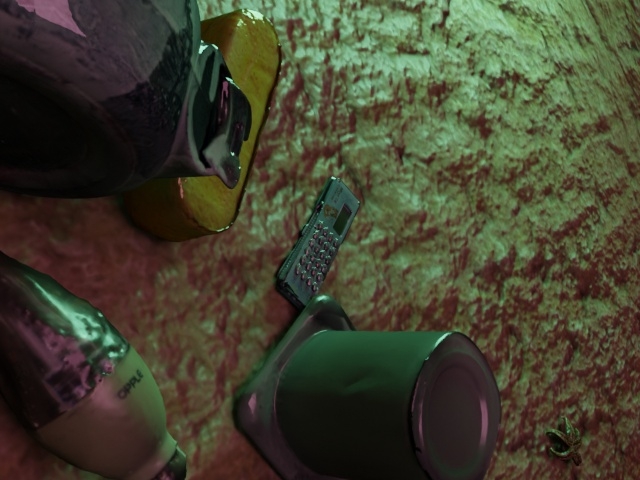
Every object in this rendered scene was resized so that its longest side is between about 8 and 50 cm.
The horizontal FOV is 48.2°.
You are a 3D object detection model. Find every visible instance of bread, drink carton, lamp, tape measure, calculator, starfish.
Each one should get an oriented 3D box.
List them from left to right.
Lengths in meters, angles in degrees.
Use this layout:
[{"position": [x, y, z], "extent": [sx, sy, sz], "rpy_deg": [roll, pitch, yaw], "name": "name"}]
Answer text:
[{"position": [-0.206, -0.133, 0.485], "extent": [0.275, 0.256, 0.147], "rpy_deg": [52, 42, -58], "name": "tape measure"}, {"position": [-0.191, 0.103, 0.548], "extent": [0.250, 0.101, 0.101], "rpy_deg": [55, 49, -16], "name": "lamp"}, {"position": [-0.108, -0.113, 0.690], "extent": [0.102, 0.094, 0.246], "rpy_deg": [38, 56, -43], "name": "bread"}, {"position": [0.000, 0.000, 0.819], "extent": [0.057, 0.018, 0.172], "rpy_deg": [48, 50, -27], "name": "calculator"}, {"position": [0.067, 0.166, 0.719], "extent": [0.191, 0.189, 0.185], "rpy_deg": [58, 45, -23], "name": "drink carton"}, {"position": [0.384, 0.314, 1.108], "extent": [0.091, 0.028, 0.078], "rpy_deg": [-16, 89, -50], "name": "starfish"}]
